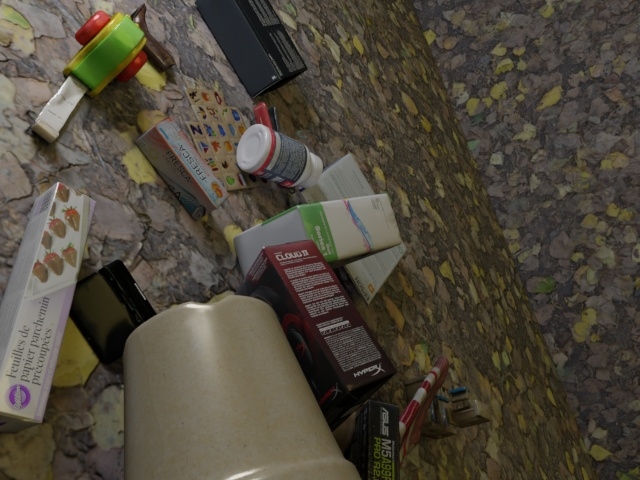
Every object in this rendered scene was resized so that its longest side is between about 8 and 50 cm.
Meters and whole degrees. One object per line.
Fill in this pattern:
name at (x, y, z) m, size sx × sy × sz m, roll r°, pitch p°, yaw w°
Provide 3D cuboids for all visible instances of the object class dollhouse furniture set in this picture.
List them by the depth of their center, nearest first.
dollhouse furniture set at (0.328, 0.405, 1.421) m, size 0.129 × 0.183 × 0.129 m, roll 33°, pitch 43°, yaw -42°

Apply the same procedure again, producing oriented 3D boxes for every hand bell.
hand bell at (-0.067, 0.301, 0.995) m, size 0.242 × 0.126 × 0.126 m, roll 24°, pitch 48°, yaw -33°

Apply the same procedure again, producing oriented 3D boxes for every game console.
game console at (-0.306, 0.102, 0.841) m, size 0.122 × 0.071 × 0.107 m, roll 60°, pitch 1°, yaw -9°

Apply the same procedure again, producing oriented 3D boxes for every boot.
boot at (-0.336, -0.407, 1.147) m, size 0.114 × 0.037 × 0.106 m, roll 37°, pitch 53°, yaw -34°

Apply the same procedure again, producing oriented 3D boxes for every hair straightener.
hair straightener at (-0.094, -0.219, 1.369) m, size 0.089 × 0.047 × 0.231 m, roll -3°, pitch 71°, yaw -57°

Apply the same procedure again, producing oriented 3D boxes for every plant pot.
plant pot at (-0.126, 0.256, 0.749) m, size 0.333 × 0.333 × 0.306 m, roll 21°, pitch 39°, yaw -49°

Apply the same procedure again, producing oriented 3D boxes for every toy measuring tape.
toy measuring tape at (-0.366, -0.291, 0.940) m, size 0.121 × 0.121 × 0.330 m, roll 44°, pitch 36°, yaw -31°

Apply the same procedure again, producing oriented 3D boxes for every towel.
towel at (0.180, 0.405, 1.185) m, size 0.037 × 0.237 × 0.329 m, roll 25°, pitch 24°, yaw 20°

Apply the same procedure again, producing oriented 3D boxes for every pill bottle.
pill bottle at (-0.085, -0.178, 1.258) m, size 0.180 × 0.108 × 0.108 m, roll 17°, pitch 54°, yaw -42°

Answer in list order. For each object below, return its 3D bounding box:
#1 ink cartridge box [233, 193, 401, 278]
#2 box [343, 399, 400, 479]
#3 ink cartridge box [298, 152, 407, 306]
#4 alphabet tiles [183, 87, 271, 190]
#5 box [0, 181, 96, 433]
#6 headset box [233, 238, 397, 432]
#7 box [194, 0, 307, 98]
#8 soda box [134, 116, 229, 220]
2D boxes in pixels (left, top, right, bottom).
ink cartridge box at (0.000, 0.000, 1.148) m, size 0.278 × 0.201 × 0.117 m, roll -11°, pitch 82°, yaw -47°
box at (0.071, 0.445, 0.975) m, size 0.060 × 0.216 × 0.270 m, roll 14°, pitch 47°, yaw -8°
ink cartridge box at (0.077, -0.032, 1.474) m, size 0.324 × 0.071 × 0.330 m, roll 59°, pitch 36°, yaw -9°
alphabet tiles at (-0.210, -0.220, 1.232) m, size 0.198 × 0.009 × 0.237 m, roll -19°, pitch 84°, yaw -59°
box at (-0.361, 0.073, 0.726) m, size 0.063 × 0.067 × 0.324 m, roll 34°, pitch 41°, yaw -41°
headset box at (-0.043, 0.157, 0.929) m, size 0.110 × 0.218 × 0.293 m, roll -8°, pitch 56°, yaw -41°
box at (-0.166, -0.507, 1.420) m, size 0.261 × 0.103 × 0.184 m, roll 59°, pitch 28°, yaw -10°
soda box at (-0.252, -0.131, 1.045) m, size 0.183 × 0.063 × 0.058 m, roll 55°, pitch 32°, yaw -14°
